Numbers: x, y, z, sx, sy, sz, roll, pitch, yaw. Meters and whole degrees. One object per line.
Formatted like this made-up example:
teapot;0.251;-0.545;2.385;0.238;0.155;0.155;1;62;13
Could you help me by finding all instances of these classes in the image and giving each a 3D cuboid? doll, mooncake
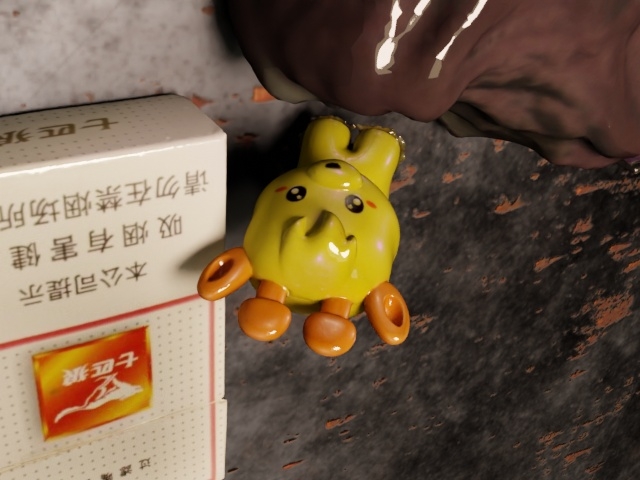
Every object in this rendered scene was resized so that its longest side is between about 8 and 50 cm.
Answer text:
doll;0.000;0.000;0.596;0.143;0.221;0.135;13;128;1
mooncake;0.138;-0.220;0.577;0.381;0.212;0.351;-4;114;-35

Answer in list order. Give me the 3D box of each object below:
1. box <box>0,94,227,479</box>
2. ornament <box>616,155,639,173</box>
box;-0.181;0.071;0.609;0.210;0.095;0.330;-13;126;-27
ornament;0.336;-0.178;0.812;0.081;0.088;0.203;-15;124;-28
